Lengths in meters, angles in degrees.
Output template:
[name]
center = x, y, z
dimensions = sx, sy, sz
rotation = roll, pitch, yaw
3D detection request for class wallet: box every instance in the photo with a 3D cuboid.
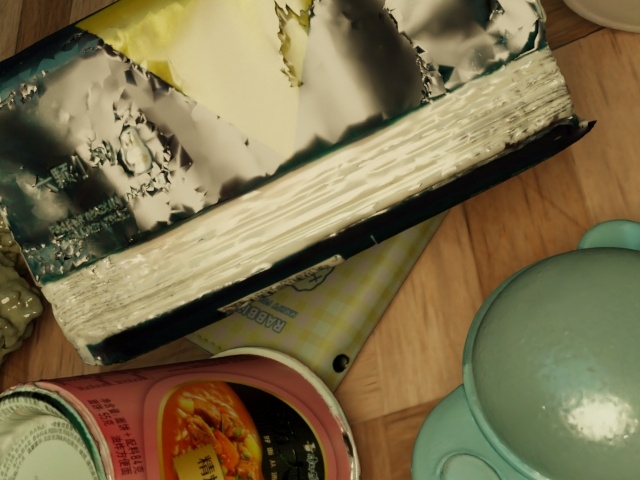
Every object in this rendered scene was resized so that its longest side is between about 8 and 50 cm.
[wallet]
center = 0.000, 0.000, 0.927
dimensions = 0.223, 0.077, 0.310
rotation = 23, 73, 38

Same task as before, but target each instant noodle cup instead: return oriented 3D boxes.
[instant noodle cup]
center = -0.131, 0.194, 0.727
dimensions = 0.243, 0.255, 0.244
rotation = -5, 80, 32

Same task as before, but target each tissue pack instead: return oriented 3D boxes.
[tissue pack]
center = -0.029, -0.102, 0.763
dimensions = 0.416, 0.253, 0.264
rotation = -24, 5, 7

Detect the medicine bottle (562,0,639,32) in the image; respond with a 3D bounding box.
[medicine bottle]
center = 0.316, -0.368, 0.846
dimensions = 0.241, 0.241, 0.302
rotation = -4, 68, 32

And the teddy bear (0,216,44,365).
[teddy bear]
center = -0.424, 0.043, 1.129
dimensions = 0.357, 0.225, 0.367
rotation = 19, 58, 42

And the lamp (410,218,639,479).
[lamp]
center = 0.189, 0.117, 0.675
dimensions = 0.284, 0.147, 0.209
rotation = -47, 54, 1
